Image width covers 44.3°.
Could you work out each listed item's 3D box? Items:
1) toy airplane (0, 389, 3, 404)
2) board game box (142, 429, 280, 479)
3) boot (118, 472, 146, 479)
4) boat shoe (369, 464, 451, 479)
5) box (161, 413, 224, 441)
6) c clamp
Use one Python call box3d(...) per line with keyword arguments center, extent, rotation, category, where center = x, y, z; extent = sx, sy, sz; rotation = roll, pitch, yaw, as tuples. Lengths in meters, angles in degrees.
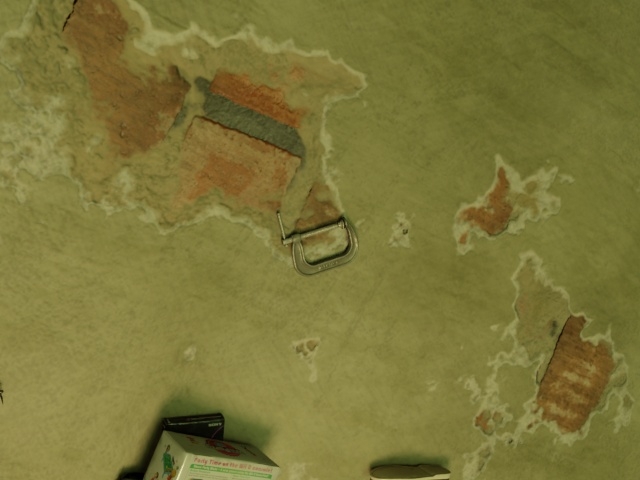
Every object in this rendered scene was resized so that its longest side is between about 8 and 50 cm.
box3d(center=(-0.594, 0.272, 1.279), extent=(0.151, 0.028, 0.151), rotation=(-5, 103, -24), category="toy airplane")
box3d(center=(-0.233, 0.518, 1.424), extent=(0.224, 0.097, 0.303), rotation=(24, 89, -41), category="board game box")
box3d(center=(-0.387, 0.485, 1.411), extent=(0.198, 0.077, 0.137), rotation=(5, 96, -40), category="boot")
box3d(center=(0.192, 0.524, 1.688), extent=(0.206, 0.075, 0.065), rotation=(8, 96, -31), category="boat shoe")
box3d(center=(-0.243, 0.409, 1.478), extent=(0.116, 0.029, 0.162), rotation=(0, 101, -26), category="box")
box3d(center=(0.000, 0.000, 1.499), extent=(0.161, 0.022, 0.137), rotation=(-12, 107, -22), category="c clamp")
